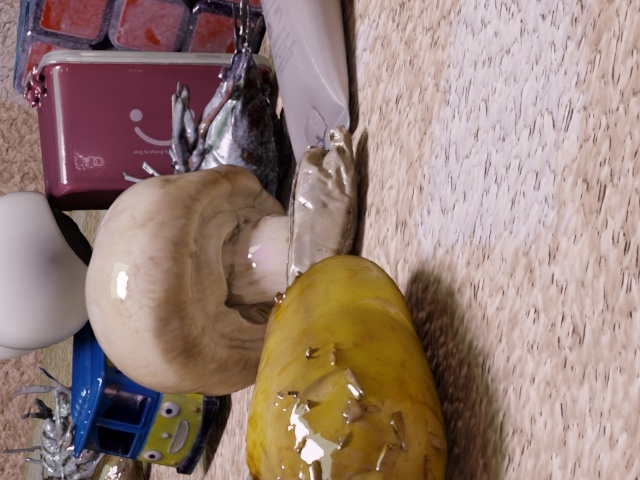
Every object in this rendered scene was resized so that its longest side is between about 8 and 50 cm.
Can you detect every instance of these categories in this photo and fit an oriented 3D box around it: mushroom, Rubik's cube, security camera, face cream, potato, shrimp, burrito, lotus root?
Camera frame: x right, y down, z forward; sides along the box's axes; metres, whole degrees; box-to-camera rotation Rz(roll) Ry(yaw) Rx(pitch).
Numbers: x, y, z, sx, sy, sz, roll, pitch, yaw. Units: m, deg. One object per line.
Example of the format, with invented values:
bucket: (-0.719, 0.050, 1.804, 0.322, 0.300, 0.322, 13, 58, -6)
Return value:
mushroom: (-0.095, 0.038, 1.515, 0.234, 0.254, 0.260, -3, 47, 32)
Rubik's cube: (-0.233, -0.362, 2.045, 0.301, 0.303, 0.305, -101, 29, -52)
security camera: (-0.362, 0.042, 1.809, 0.236, 0.194, 0.195, -20, 60, 61)
face cream: (-0.017, -0.217, 1.603, 0.143, 0.089, 0.314, 127, 142, -56)
potato: (0.018, 0.125, 1.136, 0.300, 0.140, 0.173, -102, 31, -62)
shrimp: (-0.407, 0.363, 2.475, 0.221, 0.166, 0.411, -12, 79, 38)
burrito: (0.002, 0.000, 1.418, 0.058, 0.063, 0.230, 67, -154, -72)
lotus root: (-0.295, 0.371, 2.180, 0.089, 0.080, 0.179, -155, 72, -71)
shrimp: (-0.124, -0.090, 1.704, 0.137, 0.172, 0.372, -161, 67, -67)

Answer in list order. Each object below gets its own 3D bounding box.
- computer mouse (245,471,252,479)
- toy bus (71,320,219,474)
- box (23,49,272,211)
computer mouse: (-0.143, 0.402, 1.577, 0.199, 0.115, 0.389, -117, 39, -60)
toy bus: (-0.216, 0.138, 1.883, 0.288, 0.175, 0.138, -99, 26, -51)
box: (-0.207, -0.127, 1.850, 0.193, 0.294, 0.168, 157, 111, -72)
